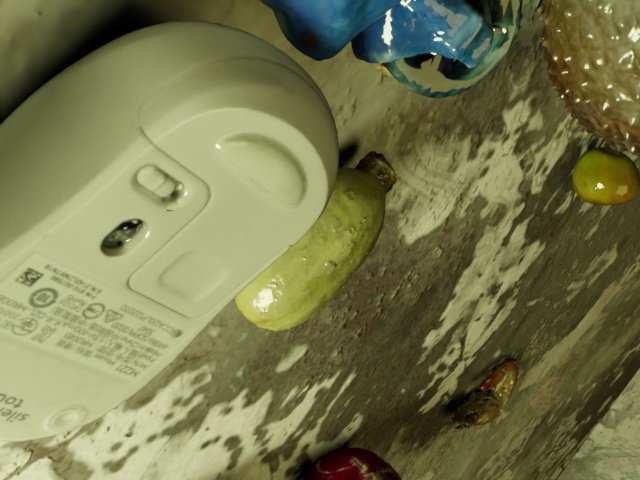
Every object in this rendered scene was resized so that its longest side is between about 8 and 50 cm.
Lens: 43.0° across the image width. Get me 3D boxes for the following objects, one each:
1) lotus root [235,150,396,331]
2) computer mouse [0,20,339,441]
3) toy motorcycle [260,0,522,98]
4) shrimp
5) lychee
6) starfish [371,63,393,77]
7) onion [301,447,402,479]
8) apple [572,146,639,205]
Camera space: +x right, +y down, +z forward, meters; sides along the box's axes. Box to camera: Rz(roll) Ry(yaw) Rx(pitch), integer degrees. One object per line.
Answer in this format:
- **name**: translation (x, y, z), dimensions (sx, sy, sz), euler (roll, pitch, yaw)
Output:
- **lotus root**: translation (0.001, 0.001, 0.697), dimensions (0.183, 0.077, 0.090), euler (-48, 151, 0)
- **computer mouse**: translation (-0.129, -0.011, 0.476), dimensions (0.297, 0.121, 0.184), euler (-42, 145, 13)
- **toy motorcycle**: translation (0.030, -0.234, 0.423), dimensions (0.182, 0.241, 0.319), euler (-79, -178, -60)
- **shrimp**: translation (0.300, 0.275, 1.439), dimensions (0.236, 0.053, 0.133), euler (-7, 132, -54)
- **lychee**: translation (0.322, -0.211, 0.707), dimensions (0.300, 0.300, 0.300), euler (-34, 147, -26)
- **starfish**: translation (0.066, -0.222, 0.581), dimensions (0.150, 0.053, 0.209), euler (-49, 149, -26)
- **onion**: translation (0.012, 0.384, 1.093), dimensions (0.218, 0.140, 0.195), euler (-17, 133, -43)
- **apple**: translation (0.392, -0.086, 1.111), dimensions (0.090, 0.090, 0.074), euler (-16, 124, -44)
